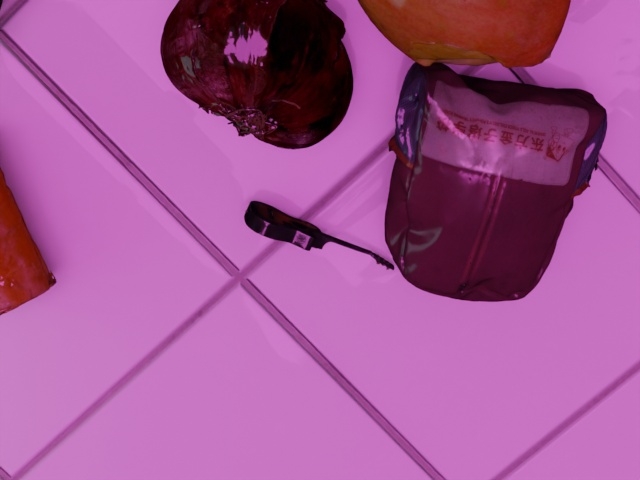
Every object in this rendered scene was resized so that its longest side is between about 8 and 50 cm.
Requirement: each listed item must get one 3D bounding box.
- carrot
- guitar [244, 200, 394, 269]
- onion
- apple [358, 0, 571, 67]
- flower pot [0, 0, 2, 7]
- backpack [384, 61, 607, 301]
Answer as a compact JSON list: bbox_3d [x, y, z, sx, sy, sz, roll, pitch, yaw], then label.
[{"bbox_3d":[-0.505,-0.011,1.826,0.196,0.196,0.254,-20,107,8],"label":"carrot"},{"bbox_3d":[0.000,0.000,1.864,0.233,0.088,0.025,21,105,-13],"label":"guitar"},{"bbox_3d":[-0.071,-0.243,1.725,0.281,0.281,0.221,54,145,-11],"label":"onion"},{"bbox_3d":[0.187,-0.376,1.612,0.339,0.339,0.340,1,106,3],"label":"apple"},{"bbox_3d":[-0.522,-0.338,1.718,0.269,0.269,0.166,7,125,1],"label":"flower pot"},{"bbox_3d":[0.221,-0.070,1.765,0.283,0.197,0.317,12,111,-2],"label":"backpack"}]
